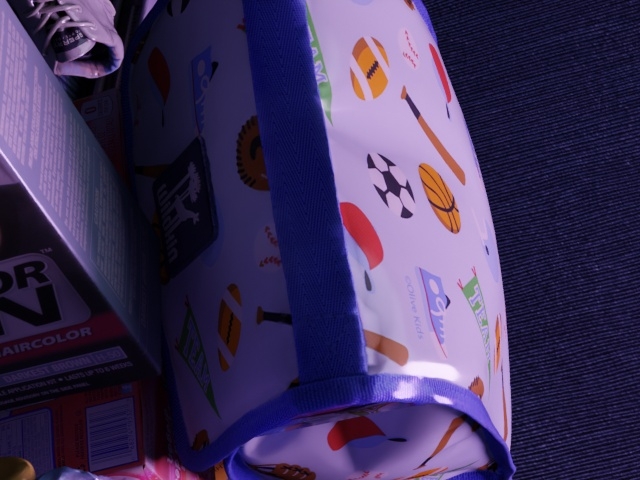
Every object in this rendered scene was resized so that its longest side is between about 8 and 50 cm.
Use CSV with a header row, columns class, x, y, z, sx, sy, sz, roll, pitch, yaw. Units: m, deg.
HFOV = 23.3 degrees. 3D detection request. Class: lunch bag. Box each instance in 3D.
class,x,y,z,sx,sy,sz,roll,pitch,yaw
lunch bag,0.000,0.000,1.060,0.385,0.239,0.328,65,14,-72

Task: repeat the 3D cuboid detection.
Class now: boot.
class,x,y,z,sx,sy,sz,roll,pitch,yaw
boot,-0.228,-0.217,1.343,0.258,0.095,0.123,26,43,-77

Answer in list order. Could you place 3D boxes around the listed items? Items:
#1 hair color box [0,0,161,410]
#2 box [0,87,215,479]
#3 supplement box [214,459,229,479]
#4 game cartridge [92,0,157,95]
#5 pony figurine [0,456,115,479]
class,x,y,z,sx,sy,sz,roll,pitch,yaw
hair color box,-0.239,-0.047,0.829,0.374,0.185,0.114,63,17,-49
box,-0.176,0.065,1.099,0.142,0.154,0.300,59,18,-56
supplement box,-0.082,0.164,1.243,0.233,0.078,0.080,54,9,-45
game cartridge,-0.153,-0.113,1.576,0.355,0.068,0.230,-87,155,-44
pony figurine,-0.135,0.308,0.805,0.351,0.303,0.363,-31,113,-45
